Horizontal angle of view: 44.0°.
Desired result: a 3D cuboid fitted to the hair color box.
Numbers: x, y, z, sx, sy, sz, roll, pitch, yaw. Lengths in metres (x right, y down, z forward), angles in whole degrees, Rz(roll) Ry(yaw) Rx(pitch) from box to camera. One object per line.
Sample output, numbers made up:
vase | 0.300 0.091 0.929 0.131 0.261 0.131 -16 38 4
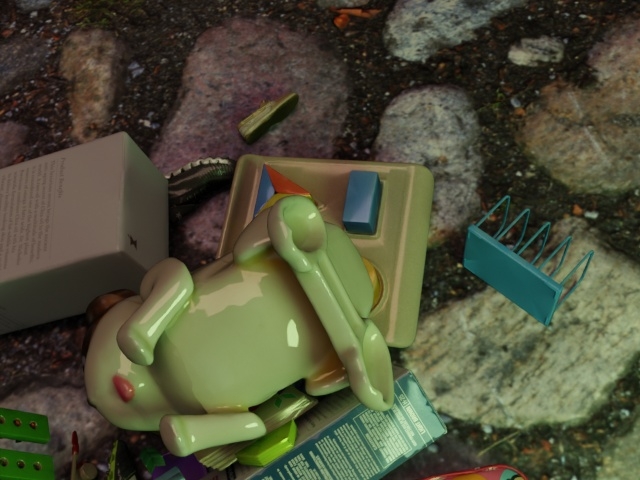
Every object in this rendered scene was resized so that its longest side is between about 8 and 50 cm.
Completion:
hair color box | -0.012 0.308 1.100 0.347 0.174 0.105 -31 90 -10

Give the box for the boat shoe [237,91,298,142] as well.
boat shoe | -0.101 -0.243 1.506 0.135 0.050 0.045 -40 69 -15

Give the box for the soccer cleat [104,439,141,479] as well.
soccer cleat | -0.282 0.382 1.178 0.072 0.060 0.179 3 50 -22

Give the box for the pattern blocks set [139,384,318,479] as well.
pattern blocks set | -0.104 0.254 1.132 0.325 0.285 0.026 -26 105 -9

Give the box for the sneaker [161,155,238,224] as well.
sneaker | -0.247 -0.081 1.423 0.234 0.078 0.106 -12 68 -1

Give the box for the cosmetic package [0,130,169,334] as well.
cosmetic package | -0.488 0.008 1.308 0.453 0.161 0.230 -14 58 13

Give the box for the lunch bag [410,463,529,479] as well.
lunch bag | 0.162 0.448 1.046 0.293 0.120 0.258 -12 64 2

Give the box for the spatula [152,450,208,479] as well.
spatula | -0.236 0.277 1.240 0.084 0.030 0.296 -15 60 -5

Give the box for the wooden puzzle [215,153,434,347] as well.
wooden puzzle | 0.000 0.000 1.314 0.348 0.080 0.322 6 69 10

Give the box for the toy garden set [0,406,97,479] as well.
toy garden set | -0.399 0.370 1.139 0.049 0.204 0.244 -40 50 22

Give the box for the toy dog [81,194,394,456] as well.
toy dog | -0.145 0.115 1.079 0.408 0.284 0.395 -25 19 13

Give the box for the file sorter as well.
file sorter | 0.327 0.027 1.257 0.170 0.118 0.104 38 68 24
